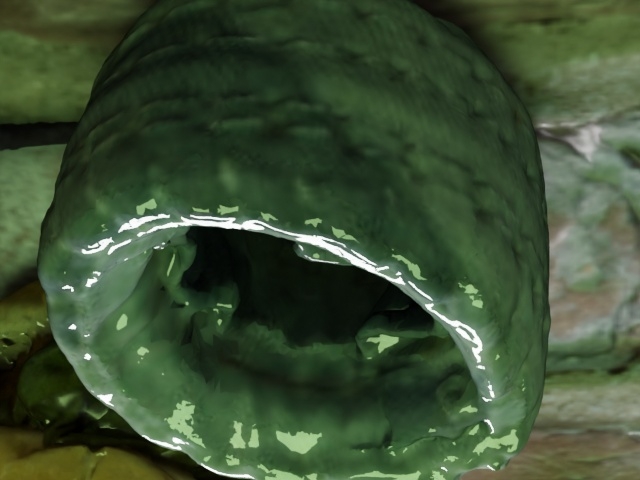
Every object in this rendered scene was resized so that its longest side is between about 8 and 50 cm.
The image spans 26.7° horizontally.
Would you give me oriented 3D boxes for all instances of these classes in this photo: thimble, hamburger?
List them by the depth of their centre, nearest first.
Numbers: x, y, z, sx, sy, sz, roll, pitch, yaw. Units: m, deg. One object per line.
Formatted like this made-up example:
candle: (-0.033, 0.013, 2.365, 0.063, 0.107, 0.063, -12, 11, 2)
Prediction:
thimble: (0.000, 0.000, 0.626, 0.250, 0.172, 0.205, 33, 131, -21)
hamburger: (-0.113, 0.130, 0.755, 0.330, 0.162, 0.209, 6, 135, 5)
